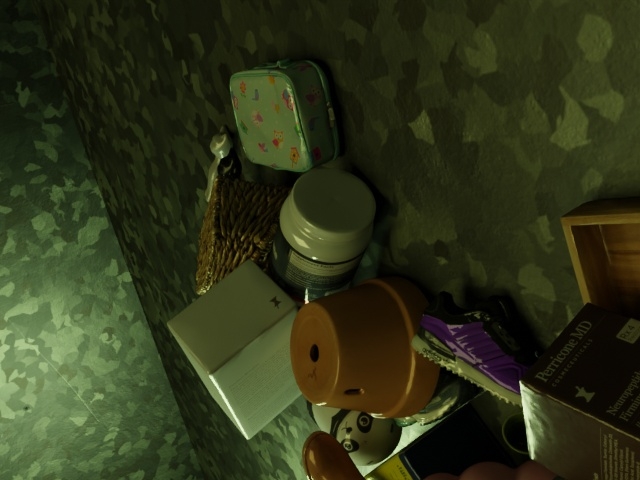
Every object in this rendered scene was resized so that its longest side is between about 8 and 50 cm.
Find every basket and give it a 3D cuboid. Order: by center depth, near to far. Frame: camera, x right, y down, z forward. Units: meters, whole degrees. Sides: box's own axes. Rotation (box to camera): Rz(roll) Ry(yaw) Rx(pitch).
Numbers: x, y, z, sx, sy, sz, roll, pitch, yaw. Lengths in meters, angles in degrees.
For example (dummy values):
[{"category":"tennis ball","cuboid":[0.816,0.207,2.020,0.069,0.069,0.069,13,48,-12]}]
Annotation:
[{"category":"basket","cuboid":[-0.164,0.017,1.558,0.299,0.223,0.213,121,151,-54]}]

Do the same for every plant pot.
[{"category":"plant pot","cuboid":[0.371,0.365,1.197,0.083,0.083,0.079,36,153,40]},{"category":"plant pot","cuboid":[0.072,0.217,1.329,0.291,0.203,0.291,-4,86,60]}]

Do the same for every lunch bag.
[{"category":"lunch bag","cuboid":[-0.076,-0.266,1.384,0.279,0.108,0.224,17,123,52]}]

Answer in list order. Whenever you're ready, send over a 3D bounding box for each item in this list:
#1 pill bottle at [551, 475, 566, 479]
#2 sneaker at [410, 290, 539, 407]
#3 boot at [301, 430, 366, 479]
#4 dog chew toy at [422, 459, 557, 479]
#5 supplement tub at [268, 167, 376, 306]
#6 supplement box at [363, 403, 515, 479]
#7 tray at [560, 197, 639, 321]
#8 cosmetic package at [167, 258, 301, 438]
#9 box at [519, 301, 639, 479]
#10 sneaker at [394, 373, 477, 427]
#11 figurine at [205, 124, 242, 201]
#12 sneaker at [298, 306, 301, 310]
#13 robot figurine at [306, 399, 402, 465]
[{"category":"pill bottle","cuboid":[0.391,0.407,0.892,0.210,0.363,0.210,37,140,39]},{"category":"sneaker","cuboid":[0.301,0.174,1.127,0.293,0.102,0.146,24,101,29]},{"category":"boot","cuboid":[0.085,0.520,1.332,0.220,0.109,0.283,-5,109,60]},{"category":"dog chew toy","cuboid":[0.312,0.470,1.127,0.331,0.206,0.207,-2,117,16]},{"category":"supplement tub","cuboid":[0.000,0.000,1.381,0.191,0.191,0.272,51,148,23]},{"category":"supplement box","cuboid":[0.233,0.526,1.414,0.194,0.195,0.356,55,149,17]},{"category":"tray","cuboid":[0.489,0.046,0.754,0.411,0.076,0.203,-1,112,59]},{"category":"cosmetic package","cuboid":[-0.164,0.266,1.526,0.161,0.230,0.453,43,159,26]},{"category":"box","cuboid":[0.385,0.216,0.819,0.203,0.168,0.167,23,142,44]},{"category":"sneaker","cuboid":[0.209,0.311,1.377,0.122,0.110,0.283,63,151,9]},{"category":"figurine","cuboid":[-0.244,-0.169,1.718,0.215,0.092,0.209,-115,27,-50]},{"category":"sneaker","cuboid":[-0.036,0.272,1.750,0.275,0.107,0.110,68,159,-6]},{"category":"robot figurine","cuboid":[0.072,0.407,1.578,0.278,0.173,0.209,40,146,53]}]
